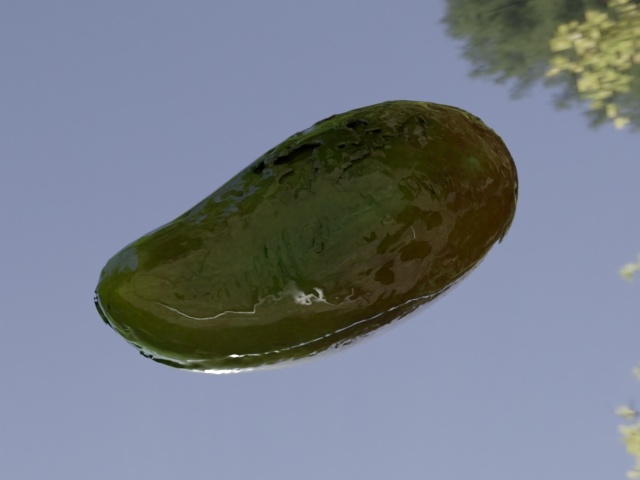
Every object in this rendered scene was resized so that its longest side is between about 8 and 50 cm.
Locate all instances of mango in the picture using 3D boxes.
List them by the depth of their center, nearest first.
[{"bbox_3d":[0.000,0.000,0.927,0.233,0.125,0.111,-20,-112,-28],"label":"mango"}]
